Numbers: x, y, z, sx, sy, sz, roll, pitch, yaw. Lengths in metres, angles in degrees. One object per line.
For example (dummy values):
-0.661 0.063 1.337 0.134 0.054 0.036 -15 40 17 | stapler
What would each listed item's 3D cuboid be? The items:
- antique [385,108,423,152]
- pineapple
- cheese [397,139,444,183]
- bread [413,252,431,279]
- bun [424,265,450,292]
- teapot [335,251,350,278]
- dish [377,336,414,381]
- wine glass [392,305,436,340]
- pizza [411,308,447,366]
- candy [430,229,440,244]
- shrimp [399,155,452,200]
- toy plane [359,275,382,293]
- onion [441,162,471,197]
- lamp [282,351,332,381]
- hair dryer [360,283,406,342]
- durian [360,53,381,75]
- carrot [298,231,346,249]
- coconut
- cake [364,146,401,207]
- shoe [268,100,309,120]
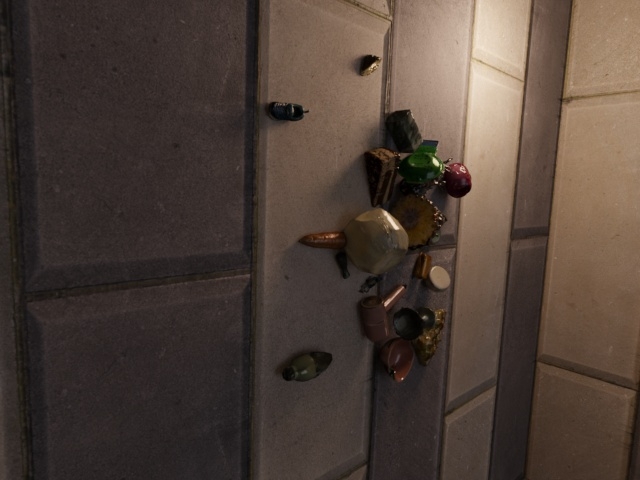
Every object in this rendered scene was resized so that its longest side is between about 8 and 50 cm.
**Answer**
0.372 -0.472 1.888 0.086 0.088 0.183 -51 126 -23 | antique
0.473 -0.079 1.970 0.272 0.263 0.262 -2 98 -53 | pineapple
0.458 -0.356 1.927 0.083 0.204 0.320 77 30 -44 | cheese
0.506 0.128 2.130 0.074 0.054 0.132 23 81 -47 | bread
0.585 0.204 2.193 0.138 0.094 0.138 9 63 -19 | bun
0.094 0.104 1.756 0.043 0.043 0.110 -35 123 -34 | teapot
0.344 0.549 2.021 0.214 0.091 0.213 -7 100 -44 | dish
0.460 0.383 2.051 0.232 0.156 0.155 1 96 -54 | wine glass
0.570 0.486 2.225 0.223 0.090 0.323 37 71 -43 | pizza
0.563 -0.030 2.164 0.103 0.043 0.103 -11 107 -42 | candy
0.511 -0.283 2.027 0.372 0.137 0.172 -23 150 -25 | shrimp
0.215 0.191 1.874 0.121 0.049 0.031 -34 119 -15 | toy plane
0.687 -0.301 2.168 0.177 0.154 0.177 14 70 -42 | onion
-0.044 0.482 1.646 0.250 0.101 0.101 -4 99 -46 | lamp
0.315 0.299 1.959 0.344 0.107 0.189 -32 118 -42 | hair dryer
0.199 -0.714 1.734 0.130 0.052 0.066 -40 160 -28 | durian
0.000 0.000 1.642 0.205 0.072 0.072 0 97 -34 | carrot
0.214 -0.007 1.715 0.245 0.247 0.244 -21 147 -15 | coconut
0.245 -0.280 1.834 0.112 0.135 0.245 -22 141 -26 | cake
-0.111 -0.437 1.459 0.143 0.071 0.063 -2 97 -38 | shoe
